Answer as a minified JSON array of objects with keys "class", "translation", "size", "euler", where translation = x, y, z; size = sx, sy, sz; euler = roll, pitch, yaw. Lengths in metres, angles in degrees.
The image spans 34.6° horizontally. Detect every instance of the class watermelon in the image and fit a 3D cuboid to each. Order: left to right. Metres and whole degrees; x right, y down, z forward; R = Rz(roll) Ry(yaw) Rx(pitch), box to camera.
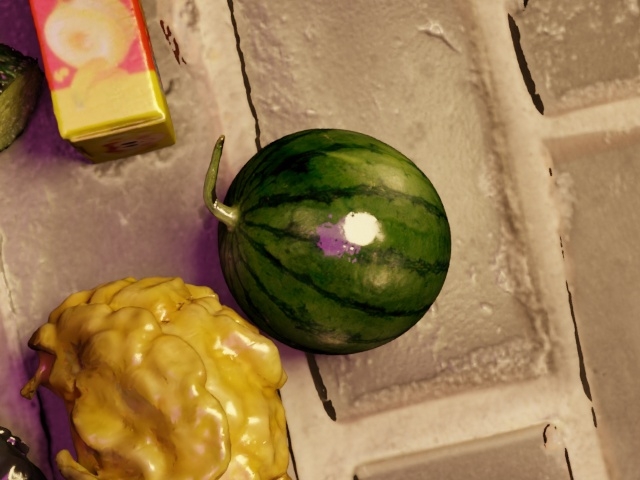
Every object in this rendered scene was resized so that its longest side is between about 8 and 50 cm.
[{"class":"watermelon","translation":[0.000,0.000,0.842],"size":[0.215,0.188,0.187],"euler":[8,86,-29]}]

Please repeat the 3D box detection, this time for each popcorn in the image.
[{"class":"popcorn","translation":[-0.120,0.148,0.811],"size":[0.190,0.250,0.250],"euler":[-28,90,-26]}]

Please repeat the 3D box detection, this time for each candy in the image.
[{"class":"candy","translation":[-0.196,-0.212,0.862],"size":[0.088,0.146,0.276],"euler":[-13,87,-6]}]

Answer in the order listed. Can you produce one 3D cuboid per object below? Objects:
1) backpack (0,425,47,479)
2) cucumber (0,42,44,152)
[{"class":"backpack","translation":[-0.326,0.269,0.842],"size":[0.206,0.133,0.258],"euler":[25,78,-7]},{"class":"cucumber","translation":[-0.414,-0.193,0.868],"size":[0.359,0.096,0.096],"euler":[28,85,0]}]
